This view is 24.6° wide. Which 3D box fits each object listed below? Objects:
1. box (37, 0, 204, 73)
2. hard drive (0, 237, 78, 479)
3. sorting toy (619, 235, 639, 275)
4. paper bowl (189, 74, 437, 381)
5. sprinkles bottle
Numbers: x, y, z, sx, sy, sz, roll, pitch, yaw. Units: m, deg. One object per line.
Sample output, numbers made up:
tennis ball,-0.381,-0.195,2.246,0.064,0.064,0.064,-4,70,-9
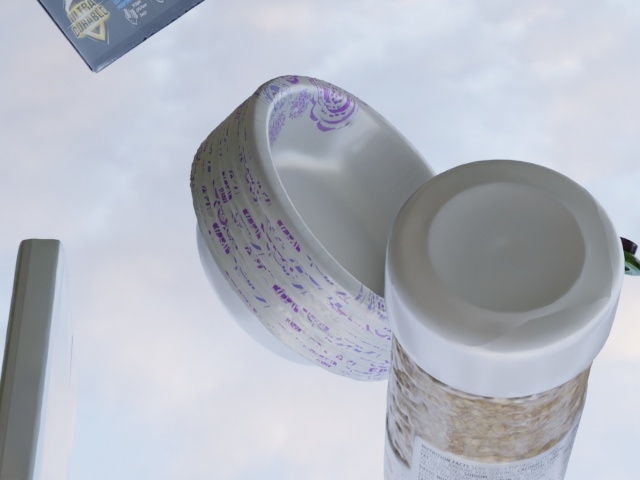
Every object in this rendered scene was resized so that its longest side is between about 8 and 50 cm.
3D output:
box,-0.161,-0.233,1.085,0.051,0.175,0.220,-44,-165,-31
hard drive,-0.250,0.203,1.267,0.047,0.233,0.353,1,-136,-4
sorting toy,0.299,0.011,1.336,0.102,0.061,0.042,15,-103,43
paper bowl,0.000,0.000,1.344,0.148,0.284,0.284,-38,-164,31
sprinkles bottle,0.097,0.102,0.878,0.121,0.355,0.121,-1,-124,1
